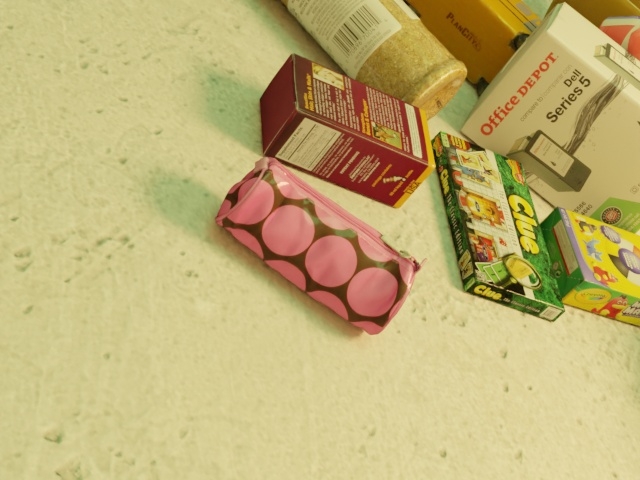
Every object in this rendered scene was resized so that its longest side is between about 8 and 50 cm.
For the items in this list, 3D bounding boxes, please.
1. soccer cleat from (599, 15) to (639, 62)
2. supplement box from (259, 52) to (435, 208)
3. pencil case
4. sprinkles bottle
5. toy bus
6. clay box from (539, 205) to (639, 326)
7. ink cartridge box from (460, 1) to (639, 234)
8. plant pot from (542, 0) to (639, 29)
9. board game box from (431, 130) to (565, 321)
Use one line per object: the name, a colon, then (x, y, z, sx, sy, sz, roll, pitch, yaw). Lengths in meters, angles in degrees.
soccer cleat: (0.456, -0.196, 1.681, 0.116, 0.318, 0.108, 19, 61, 25)
supplement box: (0.030, -0.125, 1.366, 0.188, 0.081, 0.104, 20, 41, -24)
pencil case: (0.000, 0.000, 1.195, 0.209, 0.098, 0.095, 34, 37, -6)
sprinkles bottle: (0.030, -0.302, 1.521, 0.355, 0.121, 0.121, 49, 38, 13)
toy bus: (0.248, -0.297, 1.711, 0.332, 0.108, 0.130, 47, 37, 10)
clay box: (0.390, 0.044, 1.520, 0.222, 0.053, 0.127, 16, 43, -27)
ink cartridge box: (0.356, -0.149, 1.572, 0.273, 0.198, 0.115, 38, 38, -1)
plant pot: (0.453, -0.325, 1.851, 0.212, 0.187, 0.212, 42, 36, 4)
board game box: (0.216, -0.022, 1.462, 0.136, 0.030, 0.259, 20, 40, -27)
